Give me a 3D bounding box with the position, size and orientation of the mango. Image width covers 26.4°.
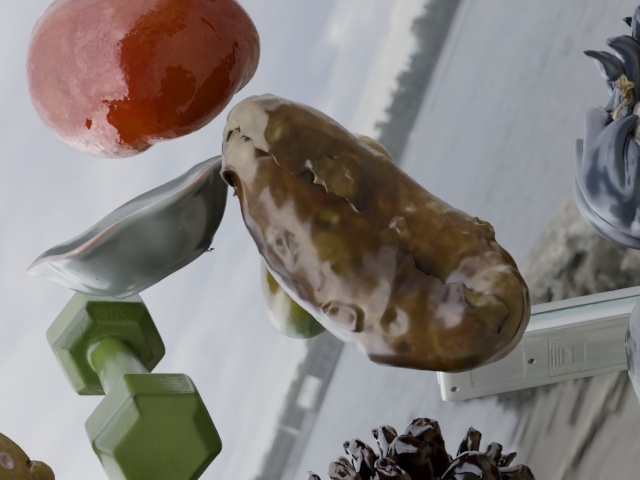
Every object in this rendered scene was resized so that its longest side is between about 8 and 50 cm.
[{"bbox_3d":[0.000,0.000,1.432,0.251,0.114,0.156,-63,-12,29],"label":"mango"}]

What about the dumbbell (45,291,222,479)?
[{"bbox_3d":[-0.187,0.140,1.327,0.302,0.108,0.121,42,155,64],"label":"dumbbell"}]

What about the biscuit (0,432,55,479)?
[{"bbox_3d":[-0.332,0.193,1.167,0.035,0.249,0.184,-46,20,26],"label":"biscuit"}]

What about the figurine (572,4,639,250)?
[{"bbox_3d":[0.354,-0.118,1.409,0.265,0.175,0.197,-60,-21,-23],"label":"figurine"}]

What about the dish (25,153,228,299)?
[{"bbox_3d":[-0.165,0.002,1.310,0.229,0.081,0.229,-28,8,4],"label":"dish"}]

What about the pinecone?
[{"bbox_3d":[0.092,0.305,1.310,0.296,0.298,0.242,-47,-33,-33],"label":"pinecone"}]

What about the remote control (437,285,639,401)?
[{"bbox_3d":[0.282,0.129,1.721,0.055,0.277,0.103,-100,0,-49],"label":"remote control"}]

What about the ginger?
[{"bbox_3d":[0.037,0.005,1.216,0.165,0.321,0.172,-52,-3,-25],"label":"ginger"}]

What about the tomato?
[{"bbox_3d":[-0.196,-0.203,1.458,0.180,0.260,0.260,60,-147,-30],"label":"tomato"}]

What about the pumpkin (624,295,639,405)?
[{"bbox_3d":[0.453,0.123,1.316,0.291,0.257,0.327,-37,-40,8],"label":"pumpkin"}]
